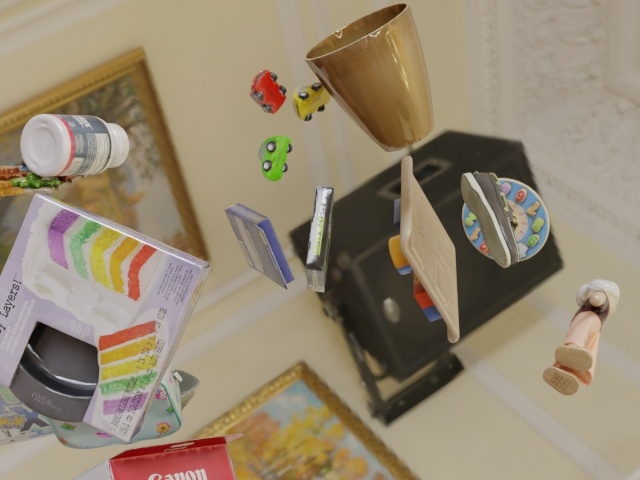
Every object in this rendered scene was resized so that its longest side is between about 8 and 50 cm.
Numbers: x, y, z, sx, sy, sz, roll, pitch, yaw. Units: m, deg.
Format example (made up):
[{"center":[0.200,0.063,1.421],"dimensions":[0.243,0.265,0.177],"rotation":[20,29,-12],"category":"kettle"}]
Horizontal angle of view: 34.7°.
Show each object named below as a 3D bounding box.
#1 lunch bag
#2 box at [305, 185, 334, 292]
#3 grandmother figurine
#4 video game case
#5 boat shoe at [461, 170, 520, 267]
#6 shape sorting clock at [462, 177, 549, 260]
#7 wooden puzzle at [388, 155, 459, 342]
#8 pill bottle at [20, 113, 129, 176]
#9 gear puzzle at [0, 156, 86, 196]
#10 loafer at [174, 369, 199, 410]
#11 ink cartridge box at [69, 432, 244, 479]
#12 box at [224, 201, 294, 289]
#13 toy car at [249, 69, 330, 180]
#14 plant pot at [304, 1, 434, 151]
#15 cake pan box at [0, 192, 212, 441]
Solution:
[{"center":[-0.425,0.318,2.110],"dimensions":[0.108,0.279,0.224],"rotation":[-98,178,-48],"category":"lunch bag"},{"center":[0.000,0.000,2.195],"dimensions":[0.191,0.045,0.184],"rotation":[89,11,-73],"category":"box"},{"center":[0.556,0.188,2.142],"dimensions":[0.104,0.342,0.208],"rotation":[35,-51,8],"category":"grandmother figurine"},{"center":[-0.729,0.347,2.338],"dimensions":[0.036,0.328,0.300],"rotation":[-116,-161,-55],"category":"video game case"},{"center":[0.329,-0.046,1.901],"dimensions":[0.081,0.068,0.228],"rotation":[92,-16,-48],"category":"boat shoe"},{"center":[0.424,-0.044,2.354],"dimensions":[0.206,0.040,0.206],"rotation":[14,-59,24],"category":"shape sorting clock"},{"center":[0.238,0.024,2.407],"dimensions":[0.322,0.080,0.348],"rotation":[-83,151,-51],"category":"wooden puzzle"},{"center":[-0.426,-0.167,1.799],"dimensions":[0.107,0.180,0.108],"rotation":[3,-84,29],"category":"pill bottle"},{"center":[-0.538,-0.113,1.808],"dimensions":[0.339,0.175,0.044],"rotation":[-74,164,-78],"category":"gear puzzle"},{"center":[-0.379,0.395,2.484],"dimensions":[0.094,0.251,0.087],"rotation":[26,-64,14],"category":"loafer"},{"center":[-0.326,0.501,2.066],"dimensions":[0.272,0.309,0.130],"rotation":[-34,-114,37],"category":"ink cartridge box"},{"center":[-0.114,0.009,1.986],"dimensions":[0.225,0.036,0.136],"rotation":[29,-36,64],"category":"box"},{"center":[-0.088,-0.237,2.132],"dimensions":[0.053,0.239,0.225],"rotation":[23,-76,36],"category":"toy car"},{"center":[0.128,-0.320,2.101],"dimensions":[0.254,0.237,0.237],"rotation":[61,-19,-19],"category":"plant pot"},{"center":[-0.308,0.103,1.347],"dimensions":[0.245,0.267,0.070],"rotation":[25,4,4],"category":"cake pan box"}]
